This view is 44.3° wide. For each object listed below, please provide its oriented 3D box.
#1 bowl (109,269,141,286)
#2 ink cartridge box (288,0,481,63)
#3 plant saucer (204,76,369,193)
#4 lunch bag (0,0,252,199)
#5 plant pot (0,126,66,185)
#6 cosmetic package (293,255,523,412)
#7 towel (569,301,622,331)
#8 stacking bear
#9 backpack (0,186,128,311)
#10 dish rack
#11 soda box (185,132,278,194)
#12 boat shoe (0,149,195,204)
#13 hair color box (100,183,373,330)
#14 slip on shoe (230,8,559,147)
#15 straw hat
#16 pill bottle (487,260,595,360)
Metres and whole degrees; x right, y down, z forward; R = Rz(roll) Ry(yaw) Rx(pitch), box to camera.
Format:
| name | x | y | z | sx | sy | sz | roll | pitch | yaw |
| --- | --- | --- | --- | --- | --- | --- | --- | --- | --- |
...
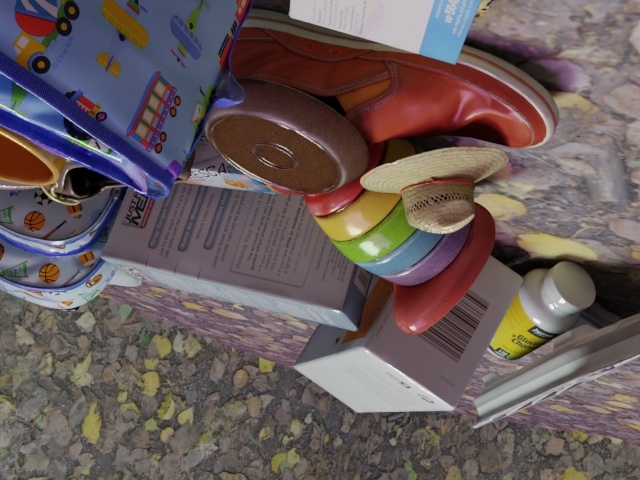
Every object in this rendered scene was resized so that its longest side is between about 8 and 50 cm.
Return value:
| name | x | y | z | sx | sy | sz | roll | pitch | yaw |
| --- | --- | --- | --- | --- | --- | --- | --- | --- | --- |
| bowl | -0.480 | -0.019 | 1.574 | 0.297 | 0.134 | 0.298 | 16 | 163 | 5 |
| ink cartridge box | 0.041 | -0.197 | 0.528 | 0.143 | 0.092 | 0.090 | 16 | 164 | 2 |
| plant saucer | -0.039 | -0.087 | 0.726 | 0.168 | 0.029 | 0.168 | 18 | 160 | 7 |
| lunch bag | -0.157 | -0.179 | 0.556 | 0.138 | 0.221 | 0.293 | 1 | 157 | 44 |
| plant pot | -0.327 | -0.182 | 0.778 | 0.205 | 0.188 | 0.205 | 15 | 165 | 4 |
| cosmetic package | 0.121 | 0.146 | 1.301 | 0.161 | 0.230 | 0.453 | 34 | 161 | -5 |
| towel | 0.362 | 0.120 | 1.365 | 0.209 | 0.034 | 0.285 | 29 | 160 | -35 |
| stacking bear | 0.048 | -0.055 | 0.889 | 0.289 | 0.175 | 0.164 | 37 | 112 | -27 |
| backpack | -0.406 | -0.035 | 1.212 | 0.276 | 0.263 | 0.213 | 17 | 164 | 4 |
| dish rack | 0.394 | 0.180 | 1.194 | 0.285 | 0.072 | 0.333 | -13 | 161 | -27 |
| soda box | -0.136 | -0.109 | 1.054 | 0.183 | 0.063 | 0.058 | 8 | 162 | 28 |
| boat shoe | -0.315 | -0.103 | 1.033 | 0.324 | 0.097 | 0.116 | -8 | 162 | 15 |
| hair color box | -0.108 | -0.007 | 1.141 | 0.374 | 0.185 | 0.113 | 12 | 164 | 18 |
| slip on shoe | 0.051 | -0.129 | 0.732 | 0.331 | 0.101 | 0.123 | 13 | 162 | 8 |
| straw hat | 0.114 | -0.038 | 0.756 | 0.144 | 0.061 | 0.144 | -6 | 167 | -1 |
| pill bottle | 0.322 | 0.104 | 1.181 | 0.103 | 0.103 | 0.184 | 21 | 145 | -14 |
